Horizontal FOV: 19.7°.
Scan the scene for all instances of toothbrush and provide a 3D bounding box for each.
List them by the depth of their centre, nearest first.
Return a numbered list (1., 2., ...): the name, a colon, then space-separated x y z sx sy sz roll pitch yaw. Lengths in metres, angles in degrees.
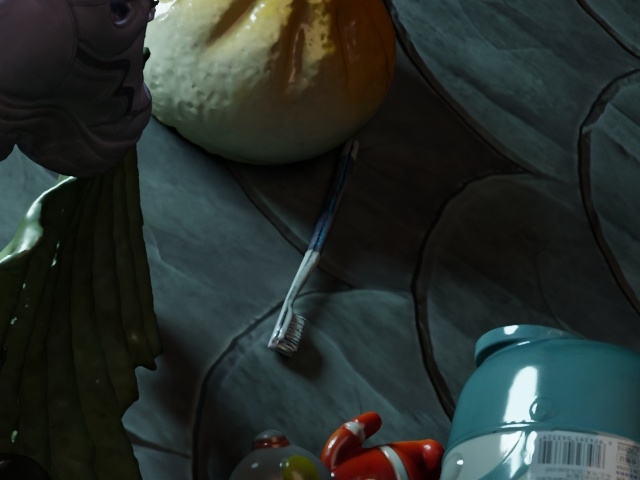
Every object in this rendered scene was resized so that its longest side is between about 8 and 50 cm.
1. toothbrush: 0.000 0.000 1.698 0.026 0.024 0.288 30 43 -11

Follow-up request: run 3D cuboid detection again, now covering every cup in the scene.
1. cup: 0.229 0.230 1.480 0.290 0.219 0.257 20 60 -15

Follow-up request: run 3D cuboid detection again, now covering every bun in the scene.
1. bun: -0.057 -0.225 1.744 0.299 0.165 0.299 19 45 -21

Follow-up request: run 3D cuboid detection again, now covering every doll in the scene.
1. doll: 0.006 0.211 1.490 0.245 0.076 0.142 3 71 -38

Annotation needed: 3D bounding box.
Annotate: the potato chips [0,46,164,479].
1. potato chips: -0.169 0.034 1.337 0.097 0.389 0.373 8 49 7

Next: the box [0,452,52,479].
1. box: -0.224 0.249 1.170 0.201 0.042 0.212 -36 123 -27

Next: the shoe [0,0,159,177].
1. shoe: -0.142 -0.110 1.063 0.095 0.138 0.245 54 15 10
